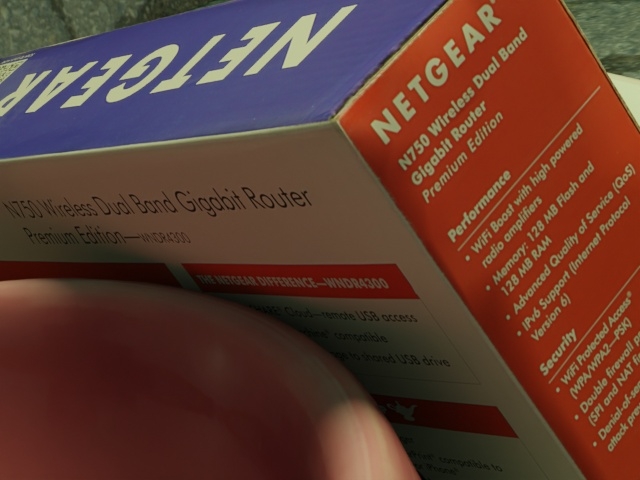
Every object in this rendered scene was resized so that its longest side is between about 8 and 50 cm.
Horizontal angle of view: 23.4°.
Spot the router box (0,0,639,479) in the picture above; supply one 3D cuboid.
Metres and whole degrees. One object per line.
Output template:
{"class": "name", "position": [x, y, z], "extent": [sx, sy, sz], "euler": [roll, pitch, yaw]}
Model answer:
{"class": "router box", "position": [0.014, 0.059, 0.564], "extent": [0.082, 0.301, 0.335], "euler": [-47, 25, -26]}

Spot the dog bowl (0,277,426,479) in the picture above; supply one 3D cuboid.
{"class": "dog bowl", "position": [-0.131, 0.148, 0.389], "extent": [0.407, 0.150, 0.408], "euler": [-11, 23, 5]}

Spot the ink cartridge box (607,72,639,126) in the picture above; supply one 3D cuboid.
{"class": "ink cartridge box", "position": [0.154, 0.027, 0.804], "extent": [0.272, 0.114, 0.197], "euler": [18, 74, 29]}
